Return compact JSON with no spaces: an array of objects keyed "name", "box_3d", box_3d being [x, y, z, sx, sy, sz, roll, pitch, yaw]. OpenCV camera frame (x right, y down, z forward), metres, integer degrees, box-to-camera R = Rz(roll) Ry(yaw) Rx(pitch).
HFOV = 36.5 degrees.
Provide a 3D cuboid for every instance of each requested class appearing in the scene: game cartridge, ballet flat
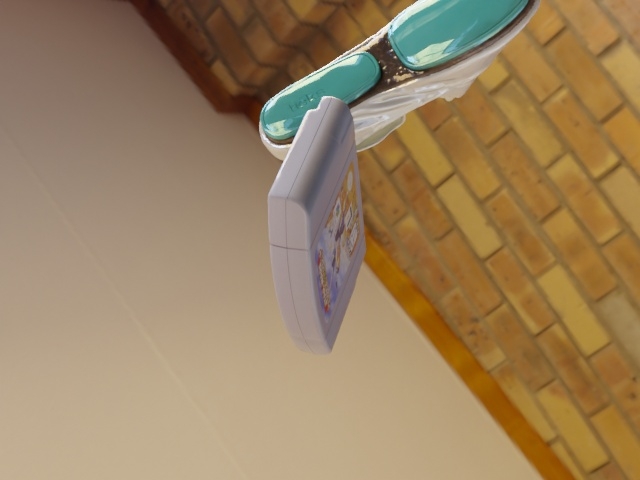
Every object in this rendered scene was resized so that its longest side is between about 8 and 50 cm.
[{"name":"game cartridge","box_3d":[0.000,0.000,1.183,0.297,0.062,0.198,81,-160,-49]},{"name":"ballet flat","box_3d":[0.109,-0.213,1.277,0.139,0.400,0.139,58,-169,-18]}]
